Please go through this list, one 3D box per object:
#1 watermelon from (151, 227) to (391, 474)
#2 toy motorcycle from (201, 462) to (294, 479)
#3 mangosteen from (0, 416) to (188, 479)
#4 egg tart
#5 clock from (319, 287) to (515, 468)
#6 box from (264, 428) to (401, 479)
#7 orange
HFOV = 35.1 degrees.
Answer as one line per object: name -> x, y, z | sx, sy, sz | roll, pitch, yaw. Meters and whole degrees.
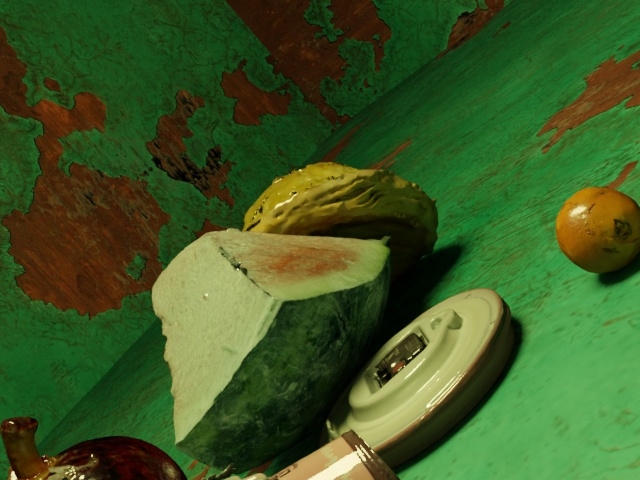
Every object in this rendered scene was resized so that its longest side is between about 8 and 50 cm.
watermelon -> -0.075, 0.090, 1.156 | 0.387, 0.258, 0.228 | -34, -36, -54
toy motorcycle -> -0.063, 0.248, 0.907 | 0.204, 0.108, 0.239 | -38, -8, -18
mangosteen -> -0.266, 0.299, 1.099 | 0.235, 0.261, 0.235 | -38, 11, 9
egg tart -> -0.001, 0.000, 1.351 | 0.341, 0.132, 0.341 | -22, -29, -13
clock -> 0.092, 0.137, 1.023 | 0.244, 0.056, 0.244 | -39, 10, 8
box -> 0.006, 0.223, 0.738 | 0.135, 0.151, 0.151 | -33, 9, -7
orange -> 0.259, -0.009, 0.939 | 0.083, 0.083, 0.083 | -40, 10, 8
